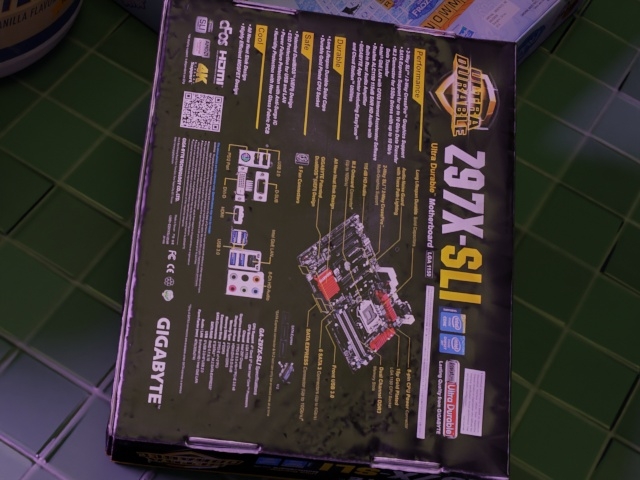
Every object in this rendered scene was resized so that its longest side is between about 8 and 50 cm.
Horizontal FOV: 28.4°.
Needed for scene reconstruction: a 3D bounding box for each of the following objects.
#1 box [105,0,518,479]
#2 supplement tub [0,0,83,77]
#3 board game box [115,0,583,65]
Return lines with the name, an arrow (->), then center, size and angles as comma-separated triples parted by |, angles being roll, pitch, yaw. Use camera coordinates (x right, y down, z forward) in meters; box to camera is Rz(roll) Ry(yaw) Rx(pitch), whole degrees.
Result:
box -> 0.000, 0.000, 0.864 | 0.257, 0.079, 0.322 | 7, 69, -10
supplement tub -> -0.276, -0.288, 0.898 | 0.228, 0.316, 0.228 | 6, 55, -8
board game box -> 0.027, -0.231, 1.082 | 0.318, 0.066, 0.318 | 38, 57, 14
